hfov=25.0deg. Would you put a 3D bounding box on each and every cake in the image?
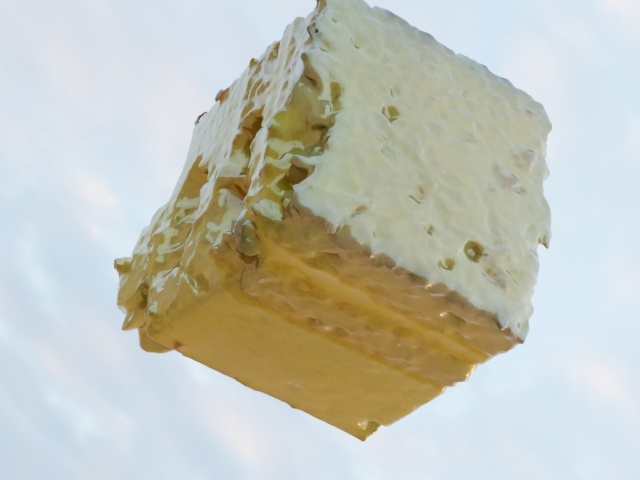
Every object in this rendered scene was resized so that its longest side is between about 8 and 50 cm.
[{"bbox_3d":[0.000,0.000,1.074,0.227,0.222,0.286,28,-41,-20],"label":"cake"}]
